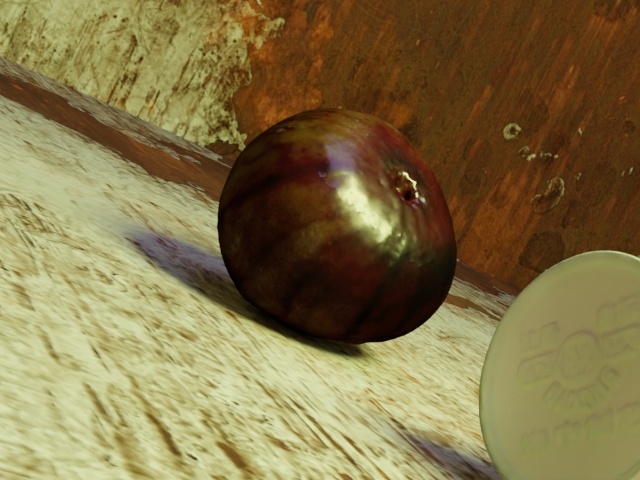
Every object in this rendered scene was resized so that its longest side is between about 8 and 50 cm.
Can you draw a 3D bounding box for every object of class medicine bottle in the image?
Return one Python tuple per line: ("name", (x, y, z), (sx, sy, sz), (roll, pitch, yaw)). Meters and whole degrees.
("medicine bottle", (0.316, 0.153, 0.957), (0.379, 0.213, 0.213), (23, 7, -35))

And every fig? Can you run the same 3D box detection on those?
("fig", (0.012, -0.006, 1.162), (0.235, 0.214, 0.235), (51, 10, -12))
